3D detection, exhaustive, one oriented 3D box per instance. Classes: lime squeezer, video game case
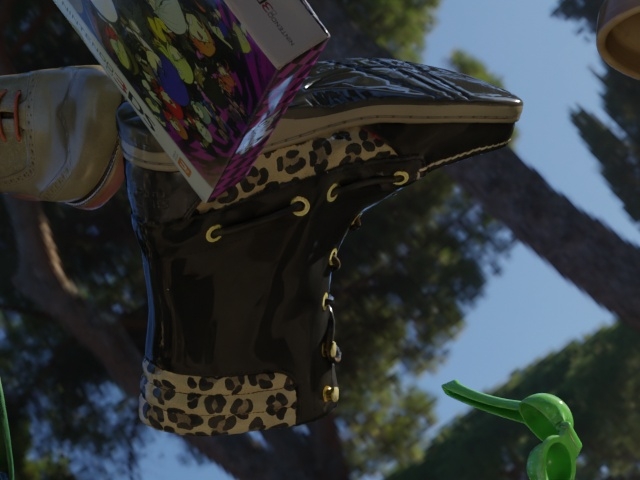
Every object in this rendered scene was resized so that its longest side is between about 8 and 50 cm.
[{"bbox_3d":[0.184,0.194,1.296,0.110,0.310,0.059,-11,-61,1],"label":"lime squeezer"},{"bbox_3d":[-0.096,-0.146,0.830,0.042,0.210,0.232,-36,-4,-21],"label":"video game case"}]

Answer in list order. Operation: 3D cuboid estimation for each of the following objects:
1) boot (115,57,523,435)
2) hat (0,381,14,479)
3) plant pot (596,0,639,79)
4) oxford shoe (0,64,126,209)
[{"bbox_3d":[0.000,0.000,1.217,0.377,0.138,0.284,-12,-64,-35],"label":"boot"},{"bbox_3d":[-0.429,0.203,1.500,0.183,0.208,0.173,-9,-10,-18],"label":"hat"},{"bbox_3d":[0.364,-0.219,1.251,0.237,0.109,0.237,4,-13,1],"label":"plant pot"},{"bbox_3d":[-0.265,-0.093,1.261,0.130,0.123,0.348,11,-12,-31],"label":"oxford shoe"}]
